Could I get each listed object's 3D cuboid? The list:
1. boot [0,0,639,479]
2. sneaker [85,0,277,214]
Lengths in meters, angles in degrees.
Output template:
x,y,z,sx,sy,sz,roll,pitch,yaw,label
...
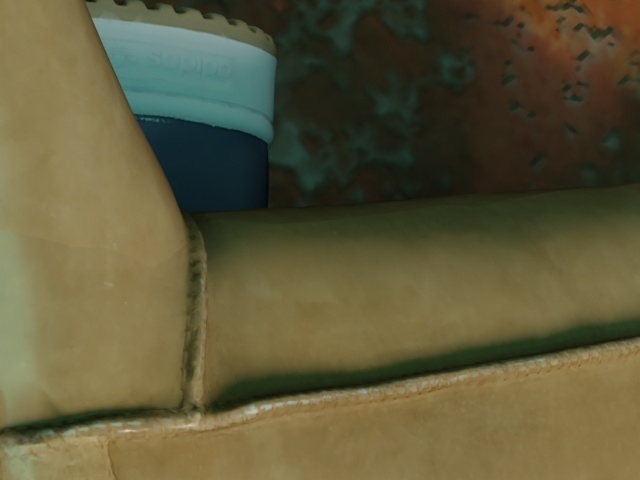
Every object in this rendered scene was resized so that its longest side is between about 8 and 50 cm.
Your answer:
x,y,z,sx,sy,sz,roll,pitch,yaw,label
0.000,0.000,0.428,0.269,0.089,0.236,-2,86,-40,boot
-0.141,0.014,0.441,0.282,0.099,0.153,2,84,-24,sneaker
